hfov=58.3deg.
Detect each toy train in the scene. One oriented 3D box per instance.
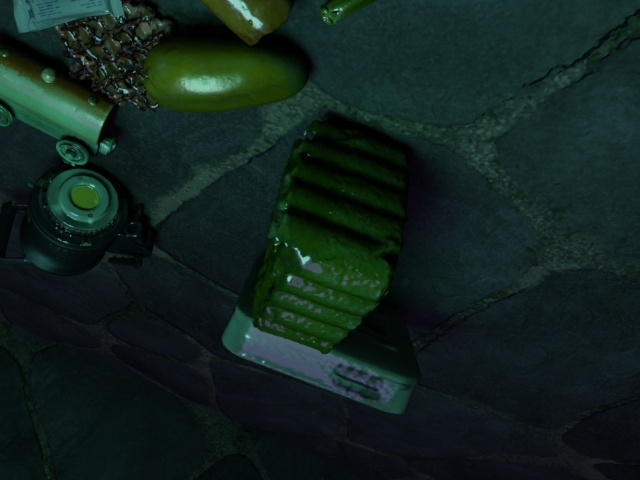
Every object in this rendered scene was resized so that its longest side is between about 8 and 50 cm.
[{"bbox_3d":[-0.514,-0.261,1.076,0.285,0.116,0.177,28,144,-13],"label":"toy train"}]

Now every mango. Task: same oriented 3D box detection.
[{"bbox_3d":[-0.145,-0.251,0.883,0.251,0.114,0.156,6,-173,4],"label":"mango"}]

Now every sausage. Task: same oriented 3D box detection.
[{"bbox_3d":[-0.149,-0.379,0.744,0.109,0.109,0.270,-13,136,39],"label":"sausage"}]

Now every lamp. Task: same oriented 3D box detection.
[{"bbox_3d":[-0.580,-0.051,1.321,0.374,0.205,0.272,6,153,-11],"label":"lamp"}]

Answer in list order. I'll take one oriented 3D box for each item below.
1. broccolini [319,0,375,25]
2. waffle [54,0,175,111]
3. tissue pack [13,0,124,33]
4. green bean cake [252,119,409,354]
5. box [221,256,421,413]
[{"bbox_3d":[0.158,-0.330,0.682,0.392,0.074,0.079,-15,127,38],"label":"broccolini"},{"bbox_3d":[-0.341,-0.319,0.967,0.221,0.055,0.234,21,141,-1],"label":"waffle"},{"bbox_3d":[-0.392,-0.388,0.862,0.193,0.026,0.123,-1,111,19],"label":"tissue pack"},{"bbox_3d":[0.000,0.000,0.999,0.218,0.335,0.319,22,141,-7],"label":"green bean cake"},{"bbox_3d":[0.007,0.188,1.258,0.395,0.396,0.111,23,105,-4],"label":"box"}]
